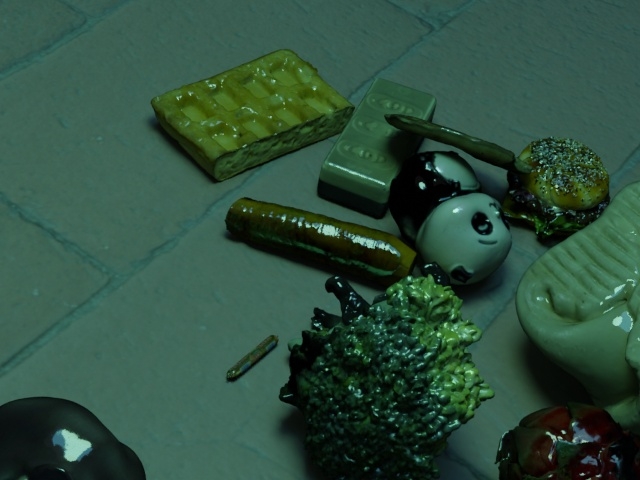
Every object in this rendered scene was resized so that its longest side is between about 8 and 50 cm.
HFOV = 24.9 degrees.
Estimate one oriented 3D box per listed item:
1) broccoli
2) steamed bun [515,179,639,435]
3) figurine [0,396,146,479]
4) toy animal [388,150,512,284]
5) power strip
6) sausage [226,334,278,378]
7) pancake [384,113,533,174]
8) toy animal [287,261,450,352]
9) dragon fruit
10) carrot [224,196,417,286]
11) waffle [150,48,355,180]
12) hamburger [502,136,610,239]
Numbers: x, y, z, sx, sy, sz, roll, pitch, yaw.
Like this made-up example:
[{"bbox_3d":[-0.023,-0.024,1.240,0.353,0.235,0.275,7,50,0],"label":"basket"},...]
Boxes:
[{"bbox_3d":[0.086,0.157,1.690,0.247,0.263,0.243,7,15,35],"label":"broccoli"},{"bbox_3d":[0.469,0.089,1.798,0.367,0.255,0.342,-42,37,-6],"label":"steamed bun"},{"bbox_3d":[-0.316,0.300,1.419,0.206,0.218,0.365,25,40,17],"label":"figurine"},{"bbox_3d":[0.184,-0.028,1.957,0.166,0.138,0.179,-5,48,-52],"label":"toy animal"},{"bbox_3d":[0.086,-0.144,2.112,0.105,0.070,0.257,21,42,8],"label":"power strip"},{"bbox_3d":[-0.084,0.144,1.802,0.015,0.015,0.100,33,46,21],"label":"sausage"},{"bbox_3d":[0.189,-0.138,2.003,0.212,0.029,0.235,22,5,28],"label":"pancake"},{"bbox_3d":[0.067,0.109,1.826,0.225,0.094,0.121,-8,55,-22],"label":"toy animal"},{"bbox_3d":[0.287,0.269,1.640,0.188,0.182,0.182,24,44,13],"label":"dragon fruit"},{"bbox_3d":[0.000,0.000,1.942,0.260,0.070,0.070,16,42,8],"label":"carrot"},{"bbox_3d":[-0.099,-0.188,2.125,0.274,0.057,0.168,-26,54,-34],"label":"waffle"},{"bbox_3d":[0.345,-0.079,2.082,0.164,0.093,0.189,10,44,-3],"label":"hamburger"}]
